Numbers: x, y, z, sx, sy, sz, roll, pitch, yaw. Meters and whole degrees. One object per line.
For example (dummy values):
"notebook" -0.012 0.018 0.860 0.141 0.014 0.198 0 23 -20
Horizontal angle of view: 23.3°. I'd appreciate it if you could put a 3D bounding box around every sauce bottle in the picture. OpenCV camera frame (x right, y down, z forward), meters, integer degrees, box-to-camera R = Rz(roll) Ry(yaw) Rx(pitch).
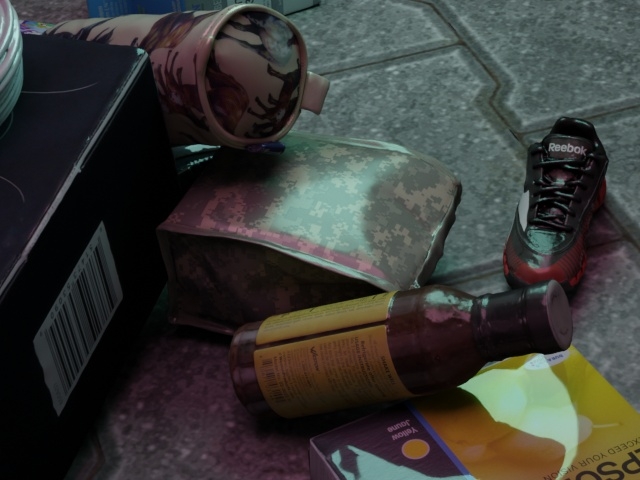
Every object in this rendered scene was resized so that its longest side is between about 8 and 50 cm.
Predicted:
"sauce bottle" 0.078 0.106 1.541 0.344 0.111 0.111 -11 32 27

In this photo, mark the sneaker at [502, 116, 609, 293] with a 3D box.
"sneaker" 0.272 -0.045 1.787 0.098 0.135 0.276 10 41 15

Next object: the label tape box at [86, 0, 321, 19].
"label tape box" -0.172 -0.415 2.231 0.334 0.240 0.106 -21 42 -20

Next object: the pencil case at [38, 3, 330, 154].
"pencil case" -0.191 -0.176 1.777 0.410 0.183 0.160 3 67 47

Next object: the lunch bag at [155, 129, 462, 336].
"lunch bag" 0.000 0.000 1.725 0.287 0.169 0.235 10 39 18

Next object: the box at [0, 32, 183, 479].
"box" -0.450 0.027 1.584 0.472 0.297 0.480 11 49 17

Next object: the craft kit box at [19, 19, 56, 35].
"craft kit box" -0.375 -0.242 2.077 0.247 0.061 0.250 3 20 -11

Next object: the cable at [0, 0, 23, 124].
"cable" -0.411 -0.159 1.498 0.257 0.089 0.257 -18 45 -9

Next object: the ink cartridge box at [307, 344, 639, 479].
"ink cartridge box" 0.188 0.245 1.471 0.304 0.072 0.307 -19 37 -20

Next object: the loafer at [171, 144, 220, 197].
"loafer" -0.229 -0.035 1.867 0.303 0.109 0.095 -20 55 -10
